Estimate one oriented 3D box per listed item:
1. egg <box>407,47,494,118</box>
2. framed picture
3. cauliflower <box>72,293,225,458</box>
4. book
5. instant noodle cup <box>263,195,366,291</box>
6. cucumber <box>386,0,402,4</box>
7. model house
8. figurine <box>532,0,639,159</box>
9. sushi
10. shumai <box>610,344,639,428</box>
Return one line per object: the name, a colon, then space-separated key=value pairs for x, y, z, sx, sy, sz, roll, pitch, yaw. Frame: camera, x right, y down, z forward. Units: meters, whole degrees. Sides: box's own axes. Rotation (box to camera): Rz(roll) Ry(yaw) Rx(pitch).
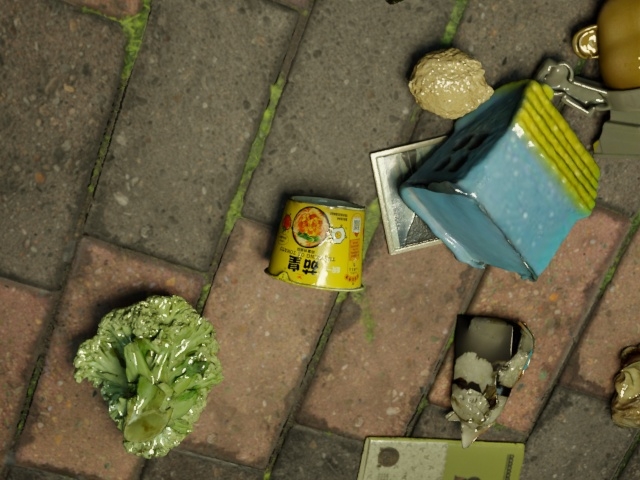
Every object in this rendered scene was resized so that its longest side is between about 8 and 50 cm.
egg: x=0.221 y=-0.268 z=1.184 sx=0.140 sy=0.118 sz=0.116 roll=13 pitch=88 yaw=-20
framed picture: x=0.182 y=-0.083 z=1.289 sx=0.150 sy=0.015 sz=0.203 roll=-13 pitch=108 yaw=-2
cauliflower: x=-0.294 y=0.245 z=1.212 sx=0.272 sy=0.250 sz=0.275 roll=-38 pitch=112 yaw=8
book: x=0.249 y=0.530 z=1.477 sx=0.352 sy=0.035 sz=0.239 roll=5 pitch=106 yaw=-8
instant noodle cup: x=0.000 y=0.000 z=1.217 sx=0.182 sy=0.182 sz=0.144 roll=8 pitch=97 yaw=-9
cucumber: x=0.227 y=-0.518 z=1.118 sx=0.325 sy=0.105 sz=0.145 roll=-35 pitch=109 yaw=7
model house: x=0.331 y=-0.116 z=1.197 sx=0.303 sy=0.215 sz=0.237 roll=-47 pitch=110 yaw=-7
figurine: x=0.560 y=-0.296 z=1.190 sx=0.342 sy=0.167 sz=0.285 roll=-24 pitch=110 yaw=-2
sushi: x=0.341 y=0.279 z=1.374 sx=0.109 sy=0.134 sz=0.273 roll=0 pitch=99 yaw=-39
shumai: x=0.670 y=0.288 z=1.410 sx=0.209 sy=0.161 sz=0.153 roll=-37 pitch=86 yaw=28
